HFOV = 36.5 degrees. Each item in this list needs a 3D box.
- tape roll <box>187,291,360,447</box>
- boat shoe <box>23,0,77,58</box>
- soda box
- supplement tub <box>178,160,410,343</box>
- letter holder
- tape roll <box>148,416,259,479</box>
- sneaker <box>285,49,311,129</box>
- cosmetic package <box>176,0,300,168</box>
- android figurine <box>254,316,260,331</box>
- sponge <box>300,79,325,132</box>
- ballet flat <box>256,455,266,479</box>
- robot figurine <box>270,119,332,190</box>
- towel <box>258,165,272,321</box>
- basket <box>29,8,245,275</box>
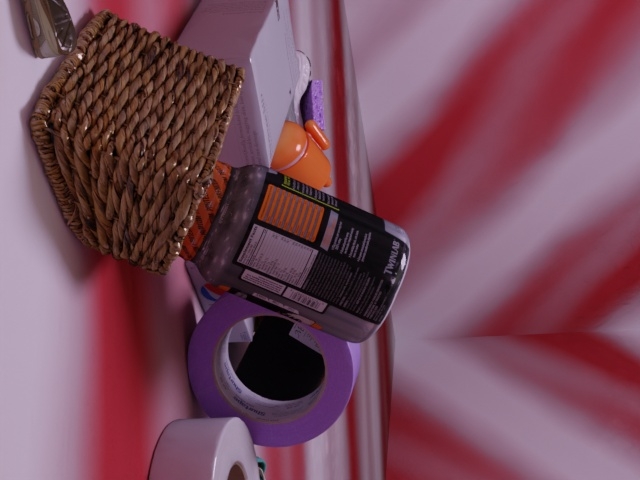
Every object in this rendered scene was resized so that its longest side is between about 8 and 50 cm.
[{"bbox_3d":[-0.075,0.196,1.597,0.090,0.275,0.274,-52,137,-74],"label":"tape roll"},{"bbox_3d":[-0.322,-0.283,1.099,0.056,0.048,0.153,-48,128,-59],"label":"boat shoe"},{"bbox_3d":[-0.170,0.085,1.695,0.074,0.069,0.216,-83,166,-44],"label":"soda box"},{"bbox_3d":[-0.045,0.011,1.432,0.193,0.316,0.193,-62,-169,22],"label":"supplement tub"},{"bbox_3d":[-0.019,0.175,1.833,0.302,0.152,0.214,-63,169,12],"label":"letter holder"},{"bbox_3d":[-0.172,0.414,1.479,0.286,0.100,0.286,-3,90,-80],"label":"tape roll"},{"bbox_3d":[-0.096,-0.299,2.220,0.108,0.100,0.271,-9,112,-37],"label":"sneaker"},{"bbox_3d":[-0.146,-0.303,1.729,0.385,0.156,0.217,-81,166,-53],"label":"cosmetic package"},{"bbox_3d":[-0.148,0.047,1.877,0.273,0.056,0.248,65,24,-67],"label":"android figurine"},{"bbox_3d":[-0.048,-0.295,2.294,0.210,0.031,0.117,163,-75,-65],"label":"sponge"},{"bbox_3d":[-0.137,0.468,1.682,0.247,0.087,0.083,-80,163,-51],"label":"ballet flat"},{"bbox_3d":[-0.060,-0.180,2.154,0.219,0.158,0.128,47,28,-44],"label":"robot figurine"},{"bbox_3d":[-0.105,0.007,1.885,0.275,0.031,0.199,-84,169,-47],"label":"towel"},{"bbox_3d":[-0.251,-0.121,1.266,0.299,0.223,0.213,-82,-163,-49],"label":"basket"}]
